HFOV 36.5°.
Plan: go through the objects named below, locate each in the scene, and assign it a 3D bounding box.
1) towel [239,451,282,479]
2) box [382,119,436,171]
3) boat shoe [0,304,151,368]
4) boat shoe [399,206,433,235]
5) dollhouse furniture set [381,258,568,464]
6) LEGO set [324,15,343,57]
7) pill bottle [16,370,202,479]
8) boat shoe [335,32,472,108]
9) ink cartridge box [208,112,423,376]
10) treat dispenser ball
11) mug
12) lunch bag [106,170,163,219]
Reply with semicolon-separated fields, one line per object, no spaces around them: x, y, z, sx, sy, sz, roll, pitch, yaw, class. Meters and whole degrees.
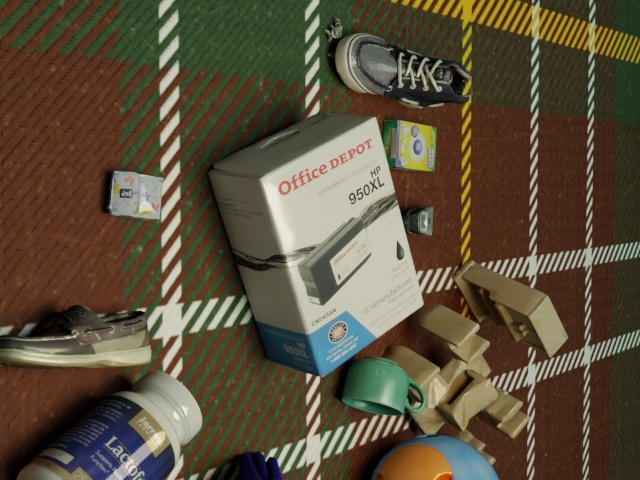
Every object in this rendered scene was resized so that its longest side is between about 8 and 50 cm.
-0.092;0.539;1.685;0.076;0.227;0.308;-2;93;-12;towel
0.203;-0.205;2.143;0.179;0.043;0.105;0;92;-53;box
-0.358;0.140;1.420;0.285;0.102;0.092;8;81;-55;boat shoe
0.203;-0.046;2.141;0.183;0.083;0.065;2;91;-78;boat shoe
0.333;0.268;2.250;0.394;0.256;0.362;-45;127;-14;dollhouse furniture set
0.032;-0.404;1.930;0.054;0.023;0.083;-24;110;-48;LEGO set
-0.306;0.321;1.448;0.264;0.153;0.153;-42;124;-42;pill bottle
0.183;-0.353;2.006;0.340;0.158;0.127;5;88;-54;boat shoe
0.000;0.000;1.766;0.285;0.166;0.395;-32;116;-33;ink cartridge box
0.240;0.552;2.034;0.288;0.288;0.288;-4;95;-51;treat dispenser ball
0.128;0.300;1.997;0.157;0.129;0.097;23;69;-25;mug
-0.292;-0.070;1.522;0.083;0.053;0.071;10;83;-42;lunch bag
